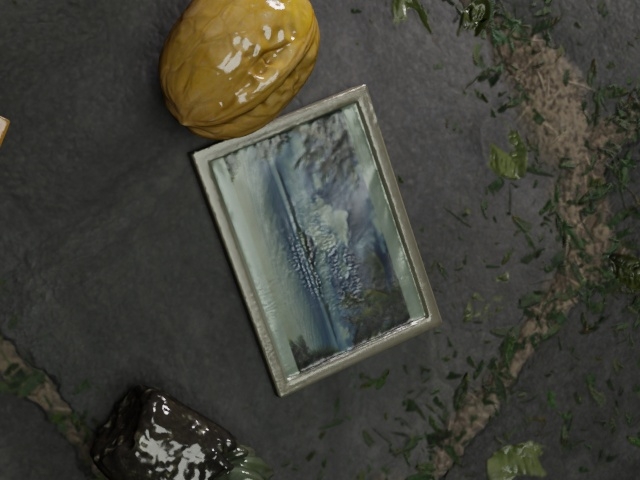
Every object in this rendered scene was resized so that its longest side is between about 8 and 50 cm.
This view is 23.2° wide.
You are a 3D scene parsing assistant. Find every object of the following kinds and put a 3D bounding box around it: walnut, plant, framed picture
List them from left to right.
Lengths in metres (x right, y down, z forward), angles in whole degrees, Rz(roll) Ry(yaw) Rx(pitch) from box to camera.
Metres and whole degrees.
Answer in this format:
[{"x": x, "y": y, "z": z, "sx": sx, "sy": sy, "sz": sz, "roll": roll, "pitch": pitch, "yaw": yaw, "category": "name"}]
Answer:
[{"x": -0.155, "y": 0.258, "z": 1.750, "sx": 0.194, "sy": 0.129, "sz": 0.132, "roll": 39, "pitch": 83, "yaw": -18, "category": "plant"}, {"x": -0.090, "y": -0.203, "z": 1.712, "sx": 0.159, "sy": 0.159, "sz": 0.207, "roll": 46, "pitch": 73, "yaw": -21, "category": "walnut"}, {"x": 0.000, "y": 0.000, "z": 1.841, "sx": 0.232, "sy": 0.024, "sz": 0.315, "roll": -24, "pitch": 104, "yaw": -17, "category": "framed picture"}]

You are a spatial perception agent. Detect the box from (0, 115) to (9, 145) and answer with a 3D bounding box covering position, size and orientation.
[{"x": -0.416, "y": -0.012, "z": 1.583, "sx": 0.076, "sy": 0.174, "sz": 0.274, "roll": 23, "pitch": 86, "yaw": -22, "category": "box"}]
